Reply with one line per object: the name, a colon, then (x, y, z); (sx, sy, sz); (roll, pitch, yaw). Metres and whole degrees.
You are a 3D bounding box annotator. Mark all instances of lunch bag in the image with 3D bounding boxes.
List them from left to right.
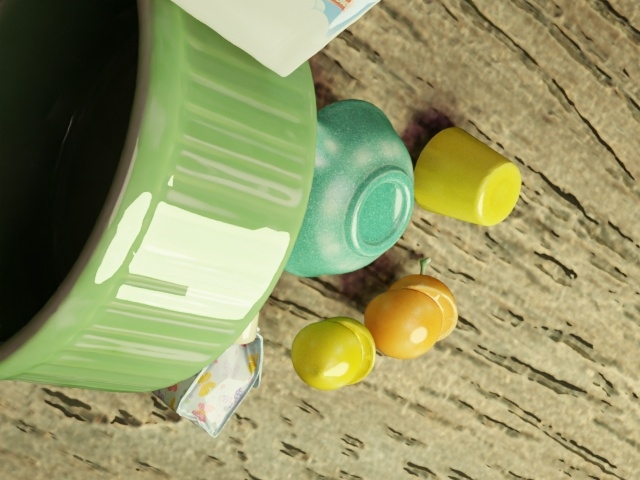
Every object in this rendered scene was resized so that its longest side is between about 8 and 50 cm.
lunch bag: (-0.079, 0.091, 1.306); (0.053, 0.071, 0.083); (36, 85, -32)

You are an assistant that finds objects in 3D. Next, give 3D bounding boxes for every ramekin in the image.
ramekin: (-0.140, -0.050, 1.099); (0.148, 0.303, 0.303); (17, 96, -40)

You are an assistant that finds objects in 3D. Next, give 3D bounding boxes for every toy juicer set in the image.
toy juicer set: (0.000, 0.000, 1.287); (0.329, 0.089, 0.209); (11, 103, -51)

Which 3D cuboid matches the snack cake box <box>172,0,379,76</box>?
snack cake box: (-0.064, -0.236, 1.035); (0.089, 0.264, 0.152); (-37, 133, 23)
